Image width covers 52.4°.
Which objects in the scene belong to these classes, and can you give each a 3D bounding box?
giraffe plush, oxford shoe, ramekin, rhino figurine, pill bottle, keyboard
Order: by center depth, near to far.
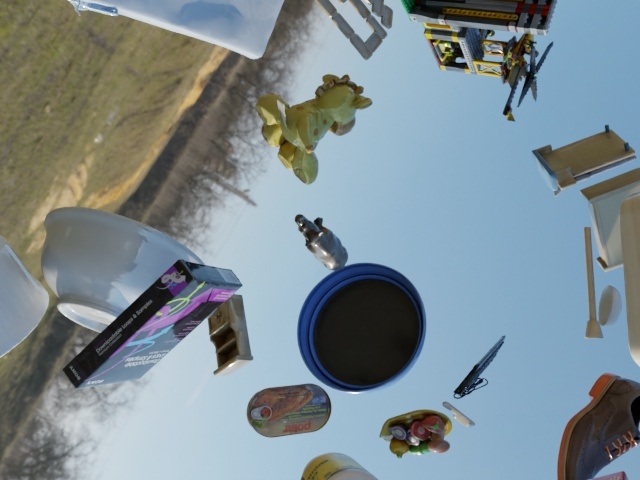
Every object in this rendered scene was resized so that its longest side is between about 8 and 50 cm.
[{"bbox_3d":[-0.606,0.100,1.055,0.277,0.135,0.277,-13,-150,8],"label":"ramekin"},{"bbox_3d":[0.508,0.348,1.160,0.098,0.097,0.271,5,-134,49],"label":"oxford shoe"},{"bbox_3d":[-0.004,-0.233,1.210,0.170,0.181,0.210,-34,169,-16],"label":"giraffe plush"},{"bbox_3d":[0.308,0.247,1.226,0.192,0.038,0.100,-18,143,-57],"label":"keyboard"},{"bbox_3d":[0.000,0.000,1.519,0.073,0.243,0.106,-35,-119,6],"label":"rhino figurine"},{"bbox_3d":[0.048,0.664,1.705,0.188,0.188,0.334,-60,-173,-13],"label":"pill bottle"}]

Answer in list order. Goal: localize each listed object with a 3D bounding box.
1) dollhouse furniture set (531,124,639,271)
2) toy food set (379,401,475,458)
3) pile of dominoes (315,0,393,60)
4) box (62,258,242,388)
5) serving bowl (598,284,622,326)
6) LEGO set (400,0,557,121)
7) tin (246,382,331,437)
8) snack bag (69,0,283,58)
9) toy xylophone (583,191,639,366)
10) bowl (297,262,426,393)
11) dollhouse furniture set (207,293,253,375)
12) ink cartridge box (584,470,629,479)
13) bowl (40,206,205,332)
[{"bbox_3d":[0.677,-0.126,1.481,0.286,0.198,0.303,-21,-149,8],"label":"dollhouse furniture set"},{"bbox_3d":[0.240,0.460,1.522,0.218,0.128,0.071,-27,-146,26],"label":"toy food set"},{"bbox_3d":[0.051,-0.530,1.429,0.040,0.251,0.196,-26,-157,48],"label":"pile of dominoes"},{"bbox_3d":[-0.165,0.086,0.661,0.162,0.029,0.116,-41,164,8],"label":"box"},{"bbox_3d":[0.576,0.131,1.286,0.083,0.027,0.083,8,90,-82],"label":"serving bowl"},{"bbox_3d":[0.231,-0.324,0.769,0.255,0.192,0.331,-67,153,-14],"label":"LEGO set"},{"bbox_3d":[-0.069,0.373,1.428,0.040,0.190,0.106,140,-54,-64],"label":"tin"},{"bbox_3d":[-0.124,-0.405,0.779,0.037,0.323,0.342,34,-69,33],"label":"snack bag"},{"bbox_3d":[0.507,0.053,0.976,0.236,0.081,0.322,175,-80,-68],"label":"toy xylophone"},{"bbox_3d":[0.123,0.257,1.908,0.391,0.077,0.391,-9,-117,19],"label":"bowl"},{"bbox_3d":[-0.287,0.201,1.425,0.212,0.242,0.161,-39,-126,41],"label":"dollhouse furniture set"},{"bbox_3d":[0.271,0.340,0.736,0.175,0.072,0.127,-28,175,28],"label":"ink cartridge box"},{"bbox_3d":[-0.344,0.077,1.093,0.298,0.298,0.134,-33,-144,56],"label":"bowl"}]
